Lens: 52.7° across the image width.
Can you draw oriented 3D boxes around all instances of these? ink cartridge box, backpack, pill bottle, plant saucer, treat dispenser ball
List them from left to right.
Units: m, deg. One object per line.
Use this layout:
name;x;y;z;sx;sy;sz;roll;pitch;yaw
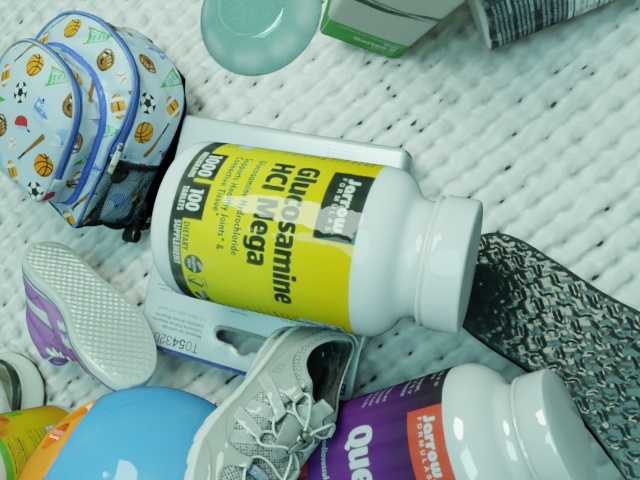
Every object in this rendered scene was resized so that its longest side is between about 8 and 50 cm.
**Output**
pill bottle;-0.388;0.292;0.851;0.136;0.245;0.136;-2;83;17
backpack;-0.326;-0.176;0.892;0.276;0.213;0.263;38;101;18
treat dispenser ball;-0.202;0.314;0.738;0.288;0.288;0.288;-2;84;17
plant saucer;-0.095;-0.338;0.936;0.195;0.037;0.195;-2;84;17
ink cartridge box;-0.067;0.016;0.874;0.324;0.071;0.330;13;91;18
pill bottle;0.000;0.000;0.718;0.334;0.188;0.188;10;87;18
ink cartridge box;0.105;-0.354;0.732;0.121;0.289;0.211;17;90;-10
pill bottle;0.112;0.243;0.697;0.323;0.181;0.181;-26;77;29
pill bottle;0.296;-0.333;0.763;0.245;0.130;0.130;-20;79;14

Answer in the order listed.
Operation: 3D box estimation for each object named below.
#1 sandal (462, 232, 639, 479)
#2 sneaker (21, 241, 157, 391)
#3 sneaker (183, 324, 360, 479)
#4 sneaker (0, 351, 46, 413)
sandal;0.334;0.150;0.724;0.167;0.107;0.446;-48;60;6
sneaker;-0.328;0.141;0.909;0.282;0.102;0.161;42;128;31
sneaker;-0.043;0.187;0.662;0.115;0.281;0.105;-20;122;37
sneaker;-0.551;0.382;0.887;0.169;0.257;0.447;8;87;18
